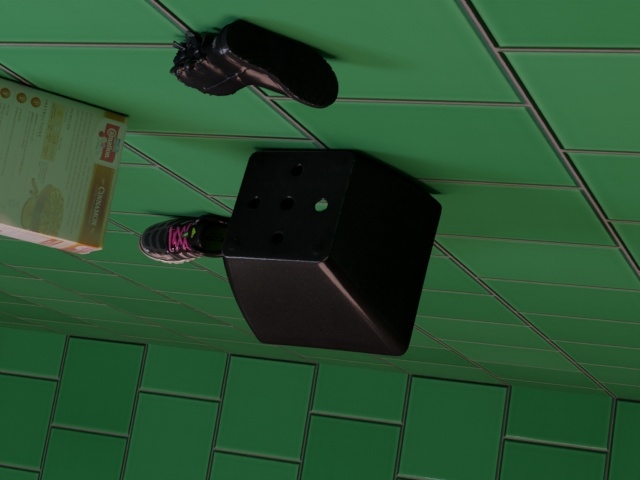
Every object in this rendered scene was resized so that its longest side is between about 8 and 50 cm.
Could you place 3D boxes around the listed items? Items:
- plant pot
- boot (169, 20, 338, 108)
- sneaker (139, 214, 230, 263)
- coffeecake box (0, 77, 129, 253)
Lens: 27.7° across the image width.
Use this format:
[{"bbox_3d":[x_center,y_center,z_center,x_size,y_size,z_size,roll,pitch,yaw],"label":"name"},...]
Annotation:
[{"bbox_3d":[0.000,0.000,1.386,0.188,0.188,0.167,4,155,27],"label":"plant pot"},{"bbox_3d":[-0.058,-0.137,1.071,0.121,0.045,0.099,24,160,-28],"label":"boot"},{"bbox_3d":[-0.169,-0.005,1.755,0.170,0.063,0.075,1,167,13],"label":"sneaker"},{"bbox_3d":[-0.301,-0.077,1.304,0.185,0.142,0.068,16,167,-28],"label":"coffeecake box"}]
